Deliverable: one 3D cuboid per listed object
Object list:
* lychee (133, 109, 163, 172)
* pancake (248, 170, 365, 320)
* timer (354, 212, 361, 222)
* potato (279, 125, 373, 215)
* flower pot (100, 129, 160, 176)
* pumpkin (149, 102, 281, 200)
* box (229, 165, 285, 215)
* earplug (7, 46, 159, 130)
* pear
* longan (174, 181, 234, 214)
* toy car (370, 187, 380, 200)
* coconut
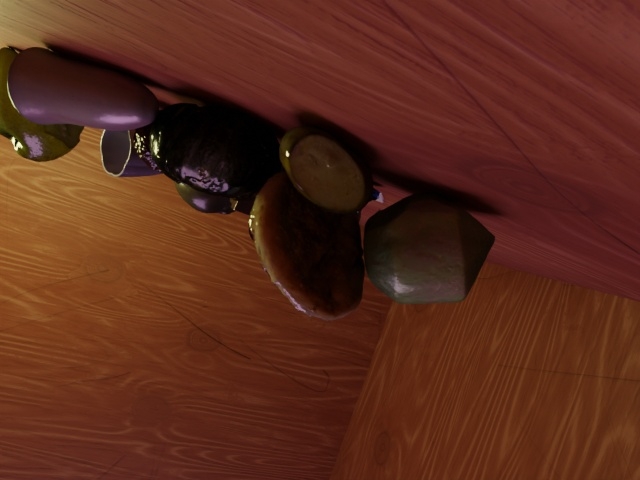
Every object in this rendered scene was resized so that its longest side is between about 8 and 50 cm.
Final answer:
[{"bbox_3d":[-0.437,-0.287,1.194,0.194,0.195,0.194,19,-179,0],"label":"lychee"},{"bbox_3d":[-0.001,0.000,0.966,0.082,0.387,0.386,-21,155,34],"label":"pancake"},{"bbox_3d":[-0.017,-0.048,1.115,0.161,0.250,0.257,-27,128,26],"label":"timer"},{"bbox_3d":[0.013,-0.135,0.843,0.176,0.141,0.298,36,-169,29],"label":"potato"},{"bbox_3d":[-0.802,-0.408,1.848,0.264,0.265,0.243,20,-164,35],"label":"flower pot"},{"bbox_3d":[-0.244,-0.204,0.981,0.320,0.193,0.320,15,-177,-1],"label":"pumpkin"},{"bbox_3d":[-0.134,-0.159,1.223,0.215,0.215,0.086,18,-169,-31],"label":"box"},{"bbox_3d":[-0.508,-0.325,0.938,0.300,0.173,0.172,13,180,11],"label":"earplug"},{"bbox_3d":[-0.815,-0.367,1.224,0.176,0.282,0.286,28,-178,5],"label":"pear"},{"bbox_3d":[-0.453,-0.258,1.795,0.349,0.289,0.288,8,-172,-36],"label":"longan"},{"bbox_3d":[0.081,-0.164,1.260,0.216,0.063,0.103,10,174,33],"label":"toy car"},{"bbox_3d":[0.272,0.019,1.049,0.327,0.282,0.328,-5,173,-1],"label":"coconut"}]
